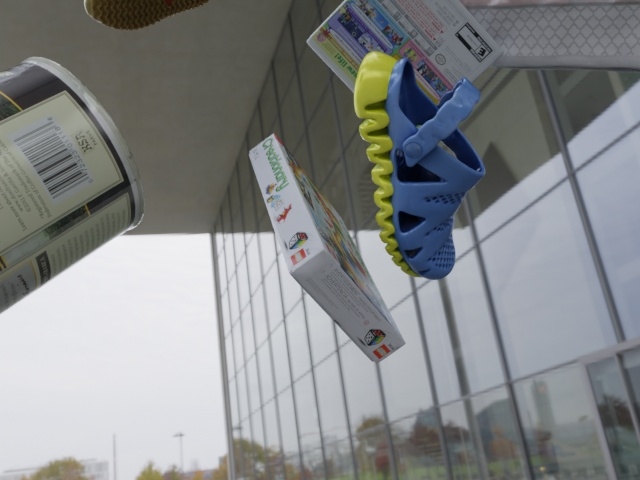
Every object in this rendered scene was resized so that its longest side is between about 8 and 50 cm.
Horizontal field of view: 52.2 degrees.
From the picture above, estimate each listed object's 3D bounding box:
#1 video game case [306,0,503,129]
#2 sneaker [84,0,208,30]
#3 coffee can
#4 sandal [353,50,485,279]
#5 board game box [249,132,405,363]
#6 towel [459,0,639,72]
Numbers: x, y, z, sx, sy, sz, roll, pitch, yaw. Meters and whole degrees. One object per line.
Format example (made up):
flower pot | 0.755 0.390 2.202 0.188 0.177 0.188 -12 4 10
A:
video game case | 0.121 -0.279 0.941 0.193 0.212 0.023 -43 9 13
sneaker | -0.227 -0.333 0.849 0.185 0.084 0.070 -26 -27 -31
coffee can | -0.336 -0.024 0.607 0.275 0.202 0.201 -40 0 -35
sandal | 0.138 -0.080 0.810 0.138 0.126 0.318 1 -51 25
board game box | 0.000 0.000 0.872 0.053 0.305 0.193 -34 -54 8
towel | 0.293 -0.371 0.858 0.331 0.053 0.317 10 -46 28
